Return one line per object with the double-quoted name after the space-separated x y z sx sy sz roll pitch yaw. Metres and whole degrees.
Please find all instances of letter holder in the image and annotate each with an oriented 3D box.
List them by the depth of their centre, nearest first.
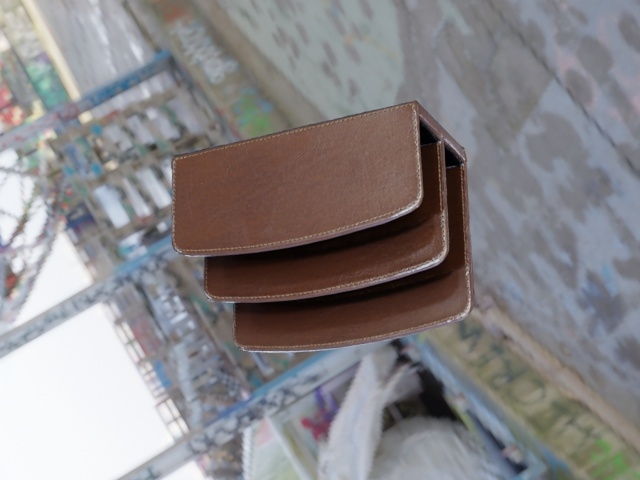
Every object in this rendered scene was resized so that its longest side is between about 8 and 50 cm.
0.000 0.000 1.263 0.152 0.302 0.214 32 -128 -58 "letter holder"
